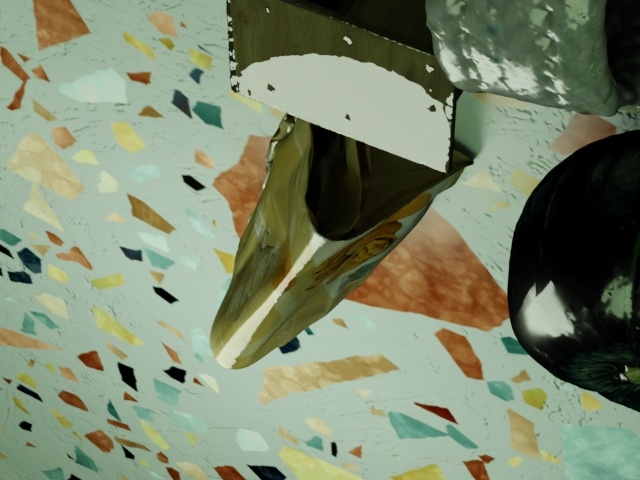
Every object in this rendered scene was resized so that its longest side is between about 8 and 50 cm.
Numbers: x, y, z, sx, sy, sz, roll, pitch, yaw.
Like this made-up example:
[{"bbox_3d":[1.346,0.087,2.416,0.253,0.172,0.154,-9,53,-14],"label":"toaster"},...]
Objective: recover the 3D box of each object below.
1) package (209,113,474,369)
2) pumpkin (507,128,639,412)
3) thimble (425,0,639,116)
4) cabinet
[{"bbox_3d":[-0.017,-0.027,1.731,0.165,0.221,0.311,51,148,10],"label":"package"},{"bbox_3d":[0.314,0.020,1.456,0.315,0.238,0.315,21,163,7],"label":"pumpkin"},{"bbox_3d":[0.185,-0.221,1.250,0.157,0.217,0.245,15,112,31],"label":"thimble"},{"bbox_3d":[0.055,-0.198,1.436,0.215,0.175,0.148,23,146,16],"label":"cabinet"}]
